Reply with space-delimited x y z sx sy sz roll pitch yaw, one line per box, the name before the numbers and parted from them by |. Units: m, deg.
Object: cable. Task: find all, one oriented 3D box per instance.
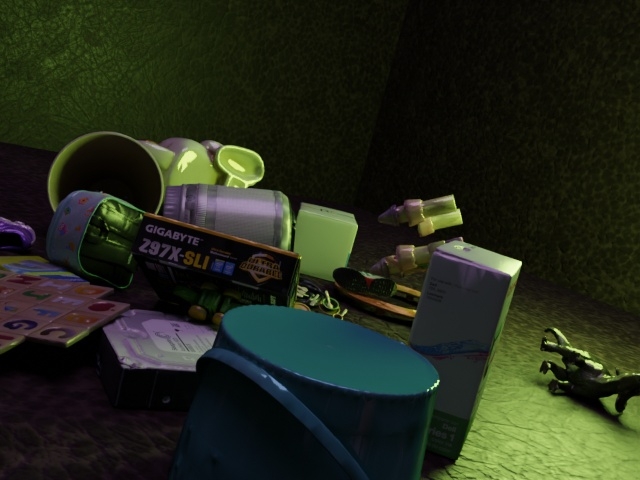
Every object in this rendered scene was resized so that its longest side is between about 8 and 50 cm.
cable | -0.056 0.118 1.700 0.150 0.047 0.184 20 10 -24

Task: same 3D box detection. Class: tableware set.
tableware set | -0.020 0.135 1.581 0.154 0.024 0.104 27 35 10

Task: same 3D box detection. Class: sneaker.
sneaker | 0.107 0.107 1.826 0.161 0.057 0.075 13 -8 1
sneaker | -0.659 -0.020 1.476 0.170 0.068 0.071 14 14 -12

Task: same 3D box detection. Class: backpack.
backpack | -0.424 -0.011 1.380 0.144 0.166 0.188 19 -7 14

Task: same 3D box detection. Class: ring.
ring | 0.194 0.158 1.890 0.336 0.032 0.336 14 9 -2

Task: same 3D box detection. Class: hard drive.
hard drive | -0.155 0.175 1.086 0.339 0.064 0.237 9 10 -28

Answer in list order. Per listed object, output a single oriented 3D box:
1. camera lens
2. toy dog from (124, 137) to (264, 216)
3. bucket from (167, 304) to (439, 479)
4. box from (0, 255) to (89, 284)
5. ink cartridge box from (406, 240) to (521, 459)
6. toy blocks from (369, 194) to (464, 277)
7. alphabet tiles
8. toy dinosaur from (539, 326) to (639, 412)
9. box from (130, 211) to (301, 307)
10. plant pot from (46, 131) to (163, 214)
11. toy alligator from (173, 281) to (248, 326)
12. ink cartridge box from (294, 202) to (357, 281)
camera lens | -0.199 -0.007 1.583 0.274 0.219 0.219 5 10 -11
toy dog | -0.430 -0.150 2.063 0.395 0.285 0.408 17 -6 -42
bucket | -0.013 0.194 0.790 0.281 0.183 0.281 14 9 -2
box | -0.483 0.070 1.266 0.178 0.042 0.109 19 10 33
ink cartridge box | 0.203 0.152 1.109 0.117 0.278 0.201 17 9 17
toy blocks | 0.245 0.066 1.871 0.260 0.309 0.288 -12 -10 12
alphabet tiles | -0.464 0.091 1.044 0.342 0.011 0.285 8 13 12
toy dinosaur | 0.550 0.278 1.552 0.160 0.121 0.313 25 1 -14
box | -0.169 0.067 1.279 0.257 0.079 0.322 17 -18 2
plant pot | -0.523 -0.111 1.811 0.256 0.256 0.274 13 -8 -14
toy alligator | -0.138 0.112 1.148 0.189 0.056 0.051 16 -32 8
ink cartridge box | 0.000 0.000 2.099 0.168 0.171 0.233 14 8 -2
